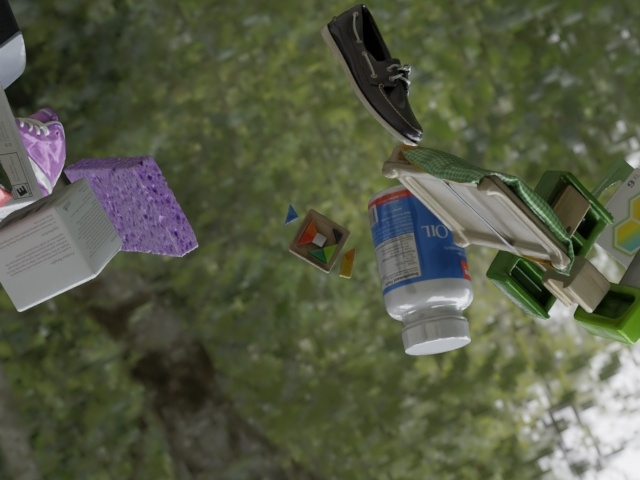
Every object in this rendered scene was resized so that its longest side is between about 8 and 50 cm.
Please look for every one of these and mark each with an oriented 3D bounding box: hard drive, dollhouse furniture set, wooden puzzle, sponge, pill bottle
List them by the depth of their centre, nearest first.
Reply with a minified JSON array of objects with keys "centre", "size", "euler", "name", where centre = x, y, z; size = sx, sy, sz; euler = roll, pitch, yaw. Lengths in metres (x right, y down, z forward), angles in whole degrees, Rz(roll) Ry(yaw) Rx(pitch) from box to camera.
[{"centre":[0.240,-0.042,1.753],"size":[0.151,0.301,0.198],"euler":[-56,-149,-13],"name":"dollhouse furniture set"},{"centre":[-0.221,-0.040,1.862],"size":[0.031,0.117,0.210],"euler":[-36,-162,-25],"name":"sponge"},{"centre":[-0.430,-0.286,2.066],"size":[0.054,0.172,0.255],"euler":[-21,177,-13],"name":"hard drive"},{"centre":[0.142,0.039,2.208],"size":[0.124,0.221,0.124],"euler":[-9,165,-3],"name":"pill bottle"},{"centre":[0.000,0.000,2.236],"size":[0.014,0.116,0.078],"euler":[134,-21,-68],"name":"wooden puzzle"}]

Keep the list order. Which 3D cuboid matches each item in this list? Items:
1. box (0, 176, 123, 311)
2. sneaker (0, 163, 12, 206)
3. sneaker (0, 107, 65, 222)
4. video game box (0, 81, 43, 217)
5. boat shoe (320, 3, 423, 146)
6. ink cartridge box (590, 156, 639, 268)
[{"centre":[-0.278,0.003,1.671],"size":[0.101,0.087,0.102],"euler":[-24,-167,19],"name":"box"},{"centre":[-0.439,-0.088,1.483],"size":[0.136,0.314,0.116],"euler":[-48,-152,8],"name":"sneaker"},{"centre":[-0.449,-0.157,2.283],"size":[0.102,0.282,0.161],"euler":[15,-121,24],"name":"sneaker"},{"centre":[-0.417,-0.113,1.746],"size":[0.187,0.205,0.048],"euler":[-13,168,-46],"name":"video game box"},{"centre":[0.072,-0.200,1.920],"size":[0.065,0.206,0.075],"euler":[-40,150,16],"name":"boat shoe"},{"centre":[0.411,-0.017,2.044],"size":[0.109,0.209,0.062],"euler":[-51,147,8],"name":"ink cartridge box"}]
